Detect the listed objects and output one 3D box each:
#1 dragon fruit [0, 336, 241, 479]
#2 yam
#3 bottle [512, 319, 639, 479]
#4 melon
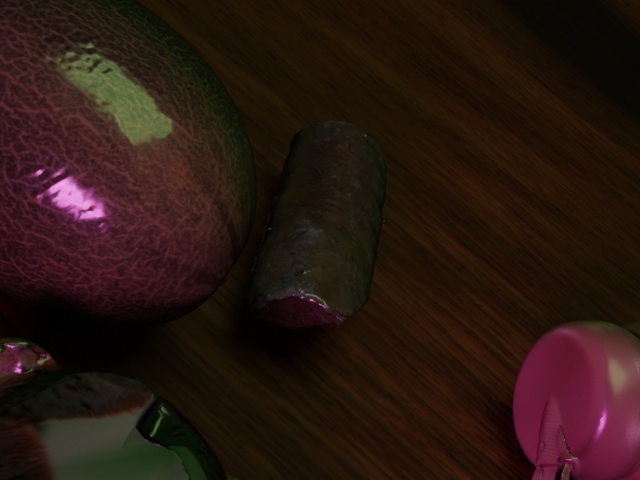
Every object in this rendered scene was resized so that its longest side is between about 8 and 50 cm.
[{"bbox_3d":[-0.161,0.187,0.919,0.295,0.130,0.268,-21,49,-30],"label":"dragon fruit"},{"bbox_3d":[0.000,0.000,1.331,0.106,0.106,0.259,27,39,-11],"label":"yam"},{"bbox_3d":[0.316,0.171,1.347,0.297,0.173,0.206,12,75,-30],"label":"bottle"},{"bbox_3d":[-0.185,-0.066,1.145,0.302,0.237,0.237,40,36,6],"label":"melon"}]
